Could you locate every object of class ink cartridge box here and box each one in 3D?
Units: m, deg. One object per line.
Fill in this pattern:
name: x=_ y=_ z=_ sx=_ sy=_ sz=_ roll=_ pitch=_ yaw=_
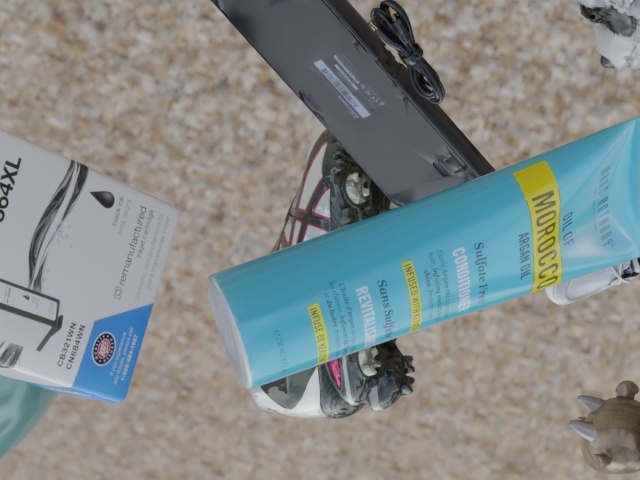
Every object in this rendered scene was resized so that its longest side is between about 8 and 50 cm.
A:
ink cartridge box: x=-0.212 y=0.011 z=1.061 sx=0.203 sy=0.148 sz=0.086 roll=24 pitch=167 yaw=-41

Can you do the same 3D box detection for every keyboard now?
keyboard: x=0.026 y=-0.094 z=0.876 sx=0.180 sy=0.023 sz=0.108 roll=46 pitch=146 yaw=-18

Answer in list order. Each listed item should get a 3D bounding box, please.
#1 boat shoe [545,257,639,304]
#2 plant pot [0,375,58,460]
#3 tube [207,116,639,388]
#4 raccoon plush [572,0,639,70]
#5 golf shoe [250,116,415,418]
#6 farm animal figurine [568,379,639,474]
boat shoe: x=0.340 y=0.018 z=1.785 sx=0.063 sy=0.184 sz=0.066 roll=46 pitch=163 yaw=53
plant pot: x=-0.324 y=0.051 z=1.299 sx=0.293 sy=0.235 sz=0.293 roll=14 pitch=179 yaw=0
tube: x=0.054 y=0.008 z=0.707 sx=0.207 sy=0.052 sz=0.080 roll=-19 pitch=135 yaw=-13
raccoon plush: x=0.417 y=-0.329 z=1.457 sx=0.299 sy=0.446 sz=0.216 roll=41 pitch=-172 yaw=23
golf shoe: x=0.000 y=0.000 z=1.188 sx=0.120 sy=0.273 sz=0.105 roll=-13 pitch=151 yaw=33
farm animal figurine: x=0.297 y=0.195 z=1.316 sx=0.172 sy=0.330 sz=0.327 roll=30 pitch=132 yaw=-16
